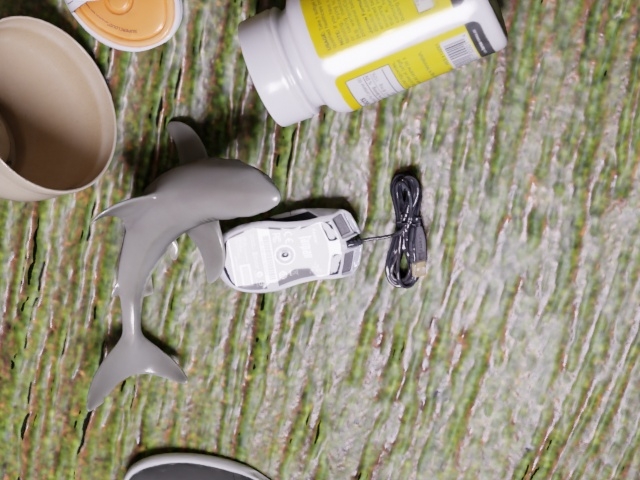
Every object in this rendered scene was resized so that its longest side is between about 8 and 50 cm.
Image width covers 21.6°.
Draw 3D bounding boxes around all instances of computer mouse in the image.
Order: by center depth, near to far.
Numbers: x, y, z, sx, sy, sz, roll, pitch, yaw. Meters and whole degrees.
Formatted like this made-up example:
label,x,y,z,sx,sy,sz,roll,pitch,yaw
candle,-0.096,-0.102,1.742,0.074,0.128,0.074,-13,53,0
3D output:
label,x,y,z,sx,sy,sz,roll,pitch,yaw
computer mouse,0.000,0.000,1.515,0.193,0.042,0.106,-7,108,3

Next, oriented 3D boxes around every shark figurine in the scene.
label,x,y,z,sx,sy,sz,roll,pitch,yaw
shark figurine,-0.160,0.006,1.490,0.166,0.116,0.278,52,126,28

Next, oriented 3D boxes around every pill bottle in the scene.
label,x,y,z,sx,sy,sz,roll,pitch,yaw
pill bottle,0.044,-0.180,1.423,0.208,0.119,0.119,-21,100,12

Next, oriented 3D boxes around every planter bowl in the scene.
label,x,y,z,sx,sy,sz,roll,pitch,yaw
planter bowl,-0.275,-0.103,1.477,0.109,0.162,0.162,-21,102,40

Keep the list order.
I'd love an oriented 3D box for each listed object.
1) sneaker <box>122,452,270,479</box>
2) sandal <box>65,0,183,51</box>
label,x,y,z,sx,sy,sz,roll,pitch,yaw
sneaker,-0.061,0.300,1.542,0.295,0.147,0.104,30,107,1
sandal,-0.214,-0.281,1.452,0.102,0.076,0.265,-24,100,13
